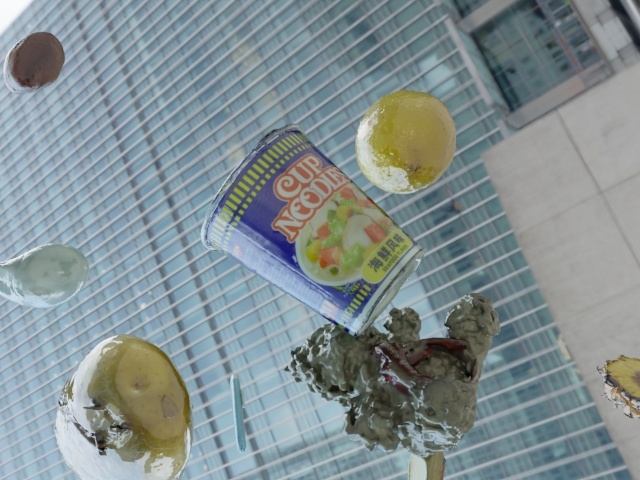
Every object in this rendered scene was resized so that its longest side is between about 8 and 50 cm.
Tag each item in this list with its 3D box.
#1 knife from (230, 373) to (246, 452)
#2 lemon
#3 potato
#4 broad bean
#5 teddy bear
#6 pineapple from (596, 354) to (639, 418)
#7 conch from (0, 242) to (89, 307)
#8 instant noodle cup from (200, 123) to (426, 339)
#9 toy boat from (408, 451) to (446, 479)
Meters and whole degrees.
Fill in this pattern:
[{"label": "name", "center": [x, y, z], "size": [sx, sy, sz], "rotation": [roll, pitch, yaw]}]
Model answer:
[{"label": "knife", "center": [-0.189, 0.396, 1.629], "size": [0.222, 0.031, 0.064], "rotation": [-106, 13, -52]}, {"label": "lemon", "center": [0.193, -0.224, 1.592], "size": [0.263, 0.236, 0.236], "rotation": [-12, -106, -62]}, {"label": "potato", "center": [-0.223, 0.218, 0.811], "size": [0.173, 0.300, 0.140], "rotation": [42, -124, 14]}, {"label": "broad bean", "center": [-0.655, -0.409, 1.613], "size": [0.165, 0.084, 0.114], "rotation": [-54, -43, -36]}, {"label": "teddy bear", "center": [0.111, 0.225, 1.252], "size": [0.357, 0.368, 0.224], "rotation": [-50, -32, -53]}, {"label": "pineapple", "center": [0.698, 0.326, 1.506], "size": [0.225, 0.225, 0.076], "rotation": [-40, -38, -62]}, {"label": "conch", "center": [-0.542, 0.066, 1.322], "size": [0.185, 0.221, 0.120], "rotation": [19, -108, -40]}, {"label": "instant noodle cup", "center": [0.000, 0.000, 1.206], "size": [0.312, 0.284, 0.284], "rotation": [38, -155, 12]}, {"label": "toy boat", "center": [0.207, 0.453, 1.345], "size": [0.066, 0.065, 0.172], "rotation": [-6, -73, -38]}]
